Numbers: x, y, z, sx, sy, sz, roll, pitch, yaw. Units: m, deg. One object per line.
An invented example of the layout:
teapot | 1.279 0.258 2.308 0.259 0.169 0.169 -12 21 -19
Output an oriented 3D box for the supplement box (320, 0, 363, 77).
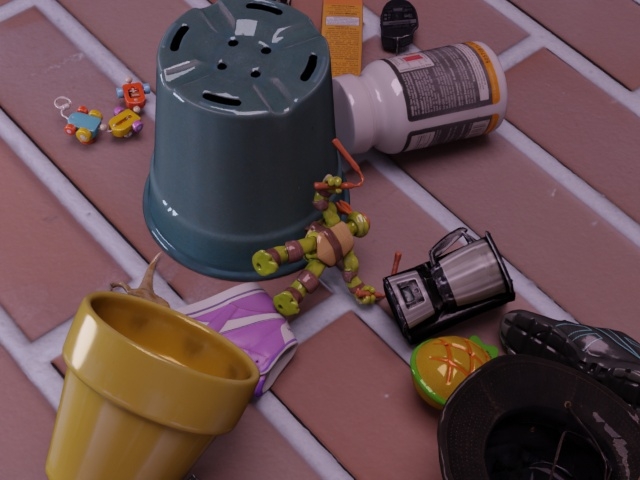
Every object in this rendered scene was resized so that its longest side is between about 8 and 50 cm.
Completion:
supplement box | 0.035 -0.328 2.278 0.080 0.078 0.233 1 51 -1

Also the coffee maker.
coffee maker | 0.194 0.083 1.931 0.178 0.171 0.120 -23 48 2

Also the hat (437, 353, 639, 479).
hat | 0.292 0.317 1.745 0.331 0.134 0.331 8 62 -16

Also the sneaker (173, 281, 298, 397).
sneaker | -0.163 0.175 1.862 0.282 0.102 0.161 -26 60 -21

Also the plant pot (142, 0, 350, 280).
plant pot | -0.115 -0.169 1.985 0.341 0.334 0.341 1 53 -2

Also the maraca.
maraca | 0.207 0.190 1.870 0.186 0.099 0.127 -9 57 -41

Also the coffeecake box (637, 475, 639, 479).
coffeecake box | 0.496 0.375 1.693 0.185 0.068 0.142 45 56 -12

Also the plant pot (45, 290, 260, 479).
plant pot | -0.242 0.227 1.702 0.254 0.254 0.239 29 98 19

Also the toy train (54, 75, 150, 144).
toy train | -0.363 -0.215 2.196 0.166 0.046 0.125 -14 52 -17

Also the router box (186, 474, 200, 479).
router box | -0.176 0.374 1.650 0.122 0.038 0.092 -43 46 -11

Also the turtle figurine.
turtle figurine | 0.000 0.000 1.928 0.217 0.269 0.087 -34 28 -31

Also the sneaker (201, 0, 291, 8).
sneaker | -0.155 -0.402 2.317 0.118 0.107 0.279 24 52 27

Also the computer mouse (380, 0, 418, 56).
computer mouse | 0.141 -0.338 2.321 0.071 0.041 0.242 -1 58 8

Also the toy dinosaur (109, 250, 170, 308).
toy dinosaur | -0.275 0.091 1.964 0.093 0.053 0.183 3 38 -14

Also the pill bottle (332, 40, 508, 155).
pill bottle | 0.157 -0.232 2.141 0.278 0.162 0.162 -13 53 -19

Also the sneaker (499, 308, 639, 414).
sneaker | 0.392 0.172 1.906 0.267 0.101 0.106 27 34 19
